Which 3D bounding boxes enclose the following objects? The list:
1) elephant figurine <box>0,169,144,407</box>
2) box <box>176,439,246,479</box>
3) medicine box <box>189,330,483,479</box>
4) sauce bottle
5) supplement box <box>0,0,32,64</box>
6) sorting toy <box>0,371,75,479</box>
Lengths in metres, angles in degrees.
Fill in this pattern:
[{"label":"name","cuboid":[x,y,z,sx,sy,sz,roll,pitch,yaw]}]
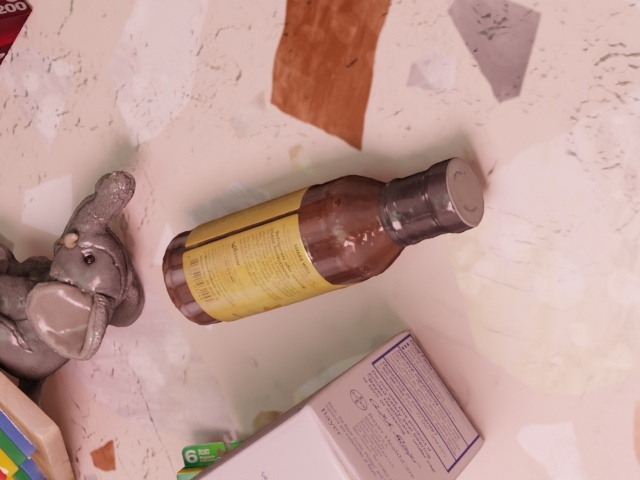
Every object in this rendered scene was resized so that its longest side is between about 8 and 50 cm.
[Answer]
[{"label":"elephant figurine","cuboid":[-0.272,0.058,1.588,0.239,0.169,0.186,-15,141,25]},{"label":"box","cuboid":[-0.098,0.313,1.598,0.105,0.043,0.179,-8,91,8]},{"label":"medicine box","cuboid":[-0.016,0.243,1.387,0.263,0.289,0.149,-37,85,23]},{"label":"sauce bottle","cuboid":[0.000,0.000,1.435,0.344,0.111,0.111,-16,96,34]},{"label":"supplement box","cuboid":[-0.439,-0.188,1.626,0.073,0.130,0.239,45,122,11]},{"label":"sorting toy","cuboid":[-0.411,0.205,1.669,0.255,0.089,0.257,40,157,15]}]
